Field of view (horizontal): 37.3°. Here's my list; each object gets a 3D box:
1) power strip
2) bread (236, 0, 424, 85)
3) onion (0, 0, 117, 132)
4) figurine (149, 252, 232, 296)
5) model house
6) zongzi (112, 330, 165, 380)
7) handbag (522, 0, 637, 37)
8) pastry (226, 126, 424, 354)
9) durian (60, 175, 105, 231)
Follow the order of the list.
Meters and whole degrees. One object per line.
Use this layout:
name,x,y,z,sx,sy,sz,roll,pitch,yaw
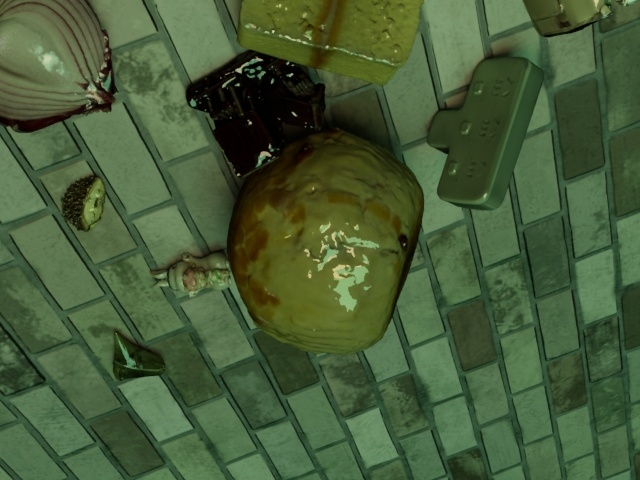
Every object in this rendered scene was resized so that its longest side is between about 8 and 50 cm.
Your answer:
power strip,0.267,-0.186,1.639,0.059,0.194,0.264,22,83,-35
bread,0.019,-0.377,1.416,0.264,0.198,0.236,13,87,-10
onion,-0.415,-0.266,1.374,0.227,0.120,0.283,-58,142,-5
figurine,-0.241,0.060,1.757,0.146,0.081,0.098,-8,168,-11
model house,-0.090,-0.210,1.516,0.203,0.164,0.141,-34,136,10
zongzi,-0.359,0.222,1.889,0.104,0.052,0.113,-6,119,-24
handbag,0.307,-0.468,1.273,0.160,0.236,0.358,-27,99,9
pastry,0.000,0.000,1.602,0.313,0.388,0.388,15,132,12
durian,-0.410,-0.061,1.634,0.066,0.052,0.130,-32,153,-46
